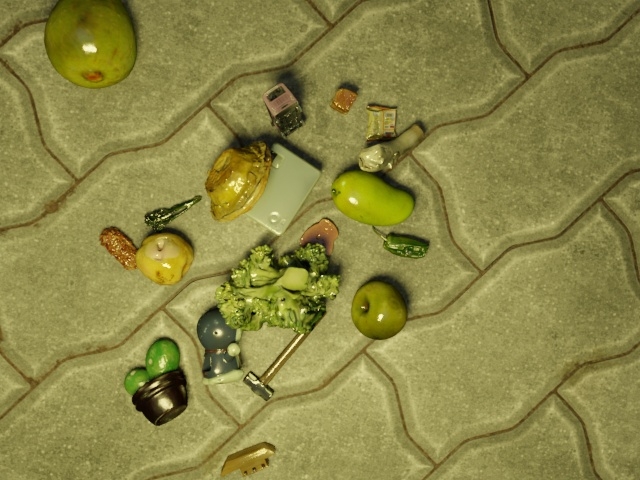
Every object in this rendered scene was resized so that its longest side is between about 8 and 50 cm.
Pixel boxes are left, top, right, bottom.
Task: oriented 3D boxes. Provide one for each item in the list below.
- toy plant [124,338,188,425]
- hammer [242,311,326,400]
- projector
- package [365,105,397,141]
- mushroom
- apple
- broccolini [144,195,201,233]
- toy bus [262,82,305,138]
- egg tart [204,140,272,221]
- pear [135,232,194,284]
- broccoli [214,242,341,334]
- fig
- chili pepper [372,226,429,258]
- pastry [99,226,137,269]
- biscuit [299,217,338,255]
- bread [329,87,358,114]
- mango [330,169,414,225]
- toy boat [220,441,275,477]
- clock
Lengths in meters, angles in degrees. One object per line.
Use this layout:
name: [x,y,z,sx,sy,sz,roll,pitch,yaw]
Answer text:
toy plant: [-0.529,0.463,1.513,0.218,0.175,0.235,-39,68,5]
hammer: [-0.110,0.377,1.593,0.111,0.043,0.365,40,87,-2]
projector: [-0.141,-0.168,1.541,0.192,0.099,0.256,33,90,-5]
package: [0.209,-0.398,1.586,0.108,0.031,0.120,0,99,-3]
mushroom: [0.237,-0.306,1.544,0.278,0.096,0.099,-30,50,-25]
apple: [0.196,0.232,1.531,0.157,0.196,0.196,14,91,-26]
broccolini: [-0.489,-0.093,1.559,0.201,0.058,0.073,-29,108,-17]
toy bus: [-0.119,-0.411,1.487,0.096,0.199,0.108,-34,82,-2]
egg tart: [-0.270,-0.195,1.443,0.116,0.295,0.294,33,90,-33]
pear: [-0.504,0.056,1.495,0.178,0.178,0.177,0,92,-3]
broccoli: [-0.120,0.150,1.470,0.339,0.318,0.276,24,58,-43]
fig: [-0.699,-0.640,1.424,0.258,0.258,0.326,0,79,-3]
chili pepper: [0.267,0.016,1.587,0.204,0.073,0.072,14,105,-2]
pastry: [-0.664,0.027,1.535,0.169,0.063,0.087,45,91,-4]
biscuit: [0.000,0.000,1.591,0.140,0.023,0.118,-32,93,-2]
bread: [0.076,-0.469,1.550,0.070,0.083,0.076,27,94,-13]
mango: [0.174,-0.136,1.542,0.293,0.143,0.175,15,73,-14]
toy boat: [-0.247,0.757,1.586,0.201,0.057,0.077,-20,99,-2]
clock: [-0.321,0.339,1.507,0.147,0.200,0.243,0,79,-35]
